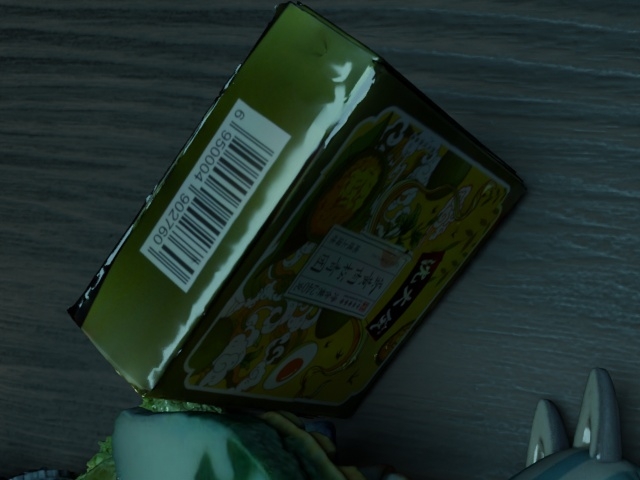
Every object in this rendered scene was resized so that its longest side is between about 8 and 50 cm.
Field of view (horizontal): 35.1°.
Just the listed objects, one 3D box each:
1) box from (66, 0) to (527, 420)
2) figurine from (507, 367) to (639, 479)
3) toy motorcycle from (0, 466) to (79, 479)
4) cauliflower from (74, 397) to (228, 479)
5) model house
[{"bbox_3d":[0.000,0.000,1.073,0.138,0.420,0.373,40,99,31],"label":"box"},{"bbox_3d":[0.296,0.312,0.979,0.361,0.266,0.377,-1,80,19],"label":"figurine"},{"bbox_3d":[-0.464,0.380,1.374,0.327,0.188,0.143,-18,62,5],"label":"toy motorcycle"},{"bbox_3d":[-0.218,0.322,1.213,0.272,0.250,0.275,-21,68,18],"label":"cauliflower"},{"bbox_3d":[0.003,0.286,1.031,0.295,0.329,0.251,-12,77,47],"label":"model house"}]
